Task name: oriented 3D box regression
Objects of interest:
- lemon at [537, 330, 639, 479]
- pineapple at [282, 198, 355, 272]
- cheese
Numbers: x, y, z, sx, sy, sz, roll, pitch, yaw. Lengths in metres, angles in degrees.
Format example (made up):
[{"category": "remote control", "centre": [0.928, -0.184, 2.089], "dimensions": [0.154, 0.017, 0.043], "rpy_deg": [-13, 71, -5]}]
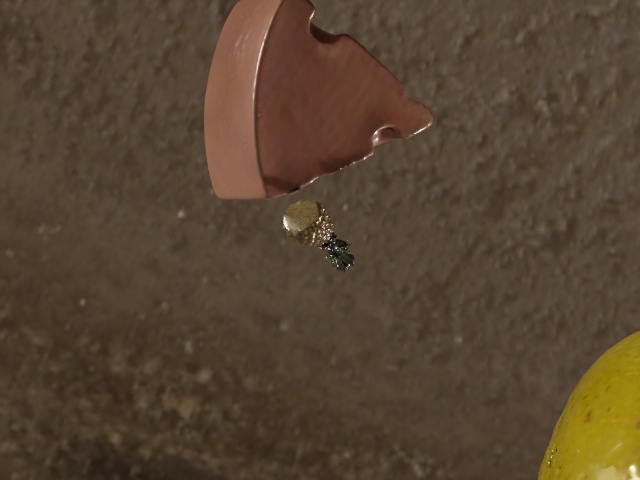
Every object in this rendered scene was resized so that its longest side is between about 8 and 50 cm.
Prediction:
[{"category": "lemon", "centre": [0.285, 0.182, 1.093], "dimensions": [0.258, 0.310, 0.258], "rpy_deg": [13, 137, 12]}, {"category": "pineapple", "centre": [0.000, 0.000, 1.798], "dimensions": [0.058, 0.058, 0.124], "rpy_deg": [-4, 149, 22]}, {"category": "cheese", "centre": [-0.022, -0.155, 1.489], "dimensions": [0.128, 0.203, 0.177], "rpy_deg": [6, 119, 62]}]
